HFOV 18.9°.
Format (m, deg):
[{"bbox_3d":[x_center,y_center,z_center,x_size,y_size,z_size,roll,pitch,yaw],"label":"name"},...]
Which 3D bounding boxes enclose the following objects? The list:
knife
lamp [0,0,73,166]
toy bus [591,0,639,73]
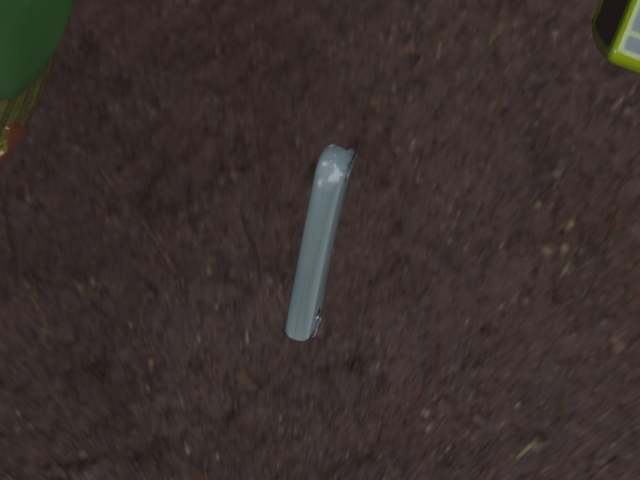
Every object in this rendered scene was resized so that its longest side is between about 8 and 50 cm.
[{"bbox_3d":[0.000,0.000,1.286,0.023,0.162,0.044,18,43,6],"label":"knife"},{"bbox_3d":[-0.289,-0.136,1.119,0.250,0.284,0.250,-10,74,36],"label":"lamp"},{"bbox_3d":[0.326,-0.145,1.304,0.262,0.128,0.150,19,107,-5],"label":"toy bus"}]
